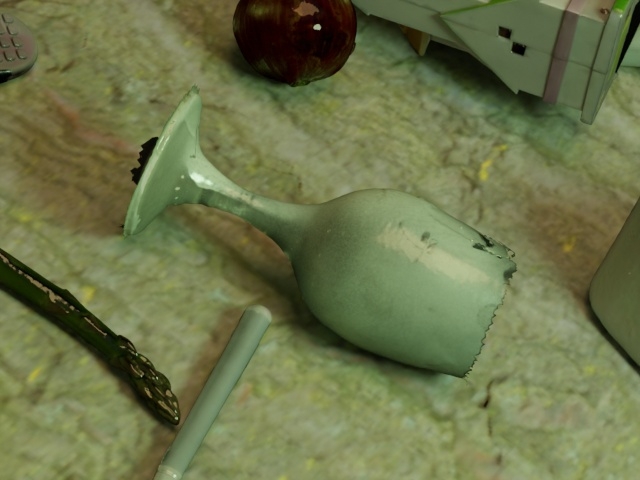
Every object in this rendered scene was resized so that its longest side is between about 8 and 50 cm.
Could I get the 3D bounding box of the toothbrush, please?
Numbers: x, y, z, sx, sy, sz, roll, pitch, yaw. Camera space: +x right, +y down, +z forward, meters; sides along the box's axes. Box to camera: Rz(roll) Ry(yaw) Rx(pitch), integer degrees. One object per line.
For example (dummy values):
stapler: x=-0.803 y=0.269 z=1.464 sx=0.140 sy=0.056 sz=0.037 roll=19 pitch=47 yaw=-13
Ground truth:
toothbrush: x=-0.102 y=0.164 z=1.400 sx=0.030 sy=0.025 sz=0.342 roll=28 pitch=44 yaw=-3

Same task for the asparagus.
asparagus: x=-0.192 y=0.065 z=1.459 sx=0.236 sy=0.027 sz=0.034 roll=37 pitch=50 yaw=14

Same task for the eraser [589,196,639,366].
eraser: x=0.425 y=0.099 z=1.589 sx=0.331 sy=0.150 sz=0.331 roll=12 pitch=42 yaw=-11

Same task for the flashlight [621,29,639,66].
flashlight: x=0.359 y=-0.199 z=1.925 sx=0.200 sy=0.047 sz=0.093 roll=3 pitch=46 yaw=-15

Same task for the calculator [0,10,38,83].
calculator: x=-0.331 y=-0.173 z=1.640 sx=0.166 sy=0.024 sz=0.103 roll=-4 pitch=50 yaw=-28

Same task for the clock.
clock: x=0.166 y=-0.270 z=1.819 sx=0.310 sy=0.166 sz=0.235 roll=21 pitch=45 yaw=11

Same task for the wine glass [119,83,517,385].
wine glass: x=0.000 y=0.000 z=1.521 sx=0.321 sy=0.143 sz=0.143 roll=27 pitch=44 yaw=1

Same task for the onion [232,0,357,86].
onion: x=-0.021 y=-0.199 z=1.721 sx=0.117 sy=0.118 sz=0.118 roll=-16 pitch=54 yaw=-15
